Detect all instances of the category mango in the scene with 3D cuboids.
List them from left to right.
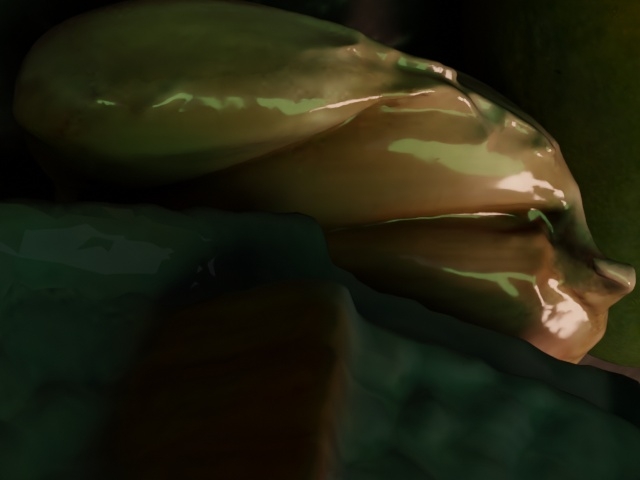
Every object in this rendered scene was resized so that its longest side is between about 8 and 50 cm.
[{"bbox_3d":[0.127,-0.060,0.604,0.114,0.156,0.251,-38,141,-30],"label":"mango"}]

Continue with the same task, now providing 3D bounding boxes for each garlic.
[{"bbox_3d":[0.000,0.000,0.586,0.228,0.110,0.217,7,131,-1],"label":"garlic"}]

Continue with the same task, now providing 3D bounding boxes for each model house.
[{"bbox_3d":[-0.105,0.148,0.480,0.339,0.297,0.360,27,133,-9],"label":"model house"}]
